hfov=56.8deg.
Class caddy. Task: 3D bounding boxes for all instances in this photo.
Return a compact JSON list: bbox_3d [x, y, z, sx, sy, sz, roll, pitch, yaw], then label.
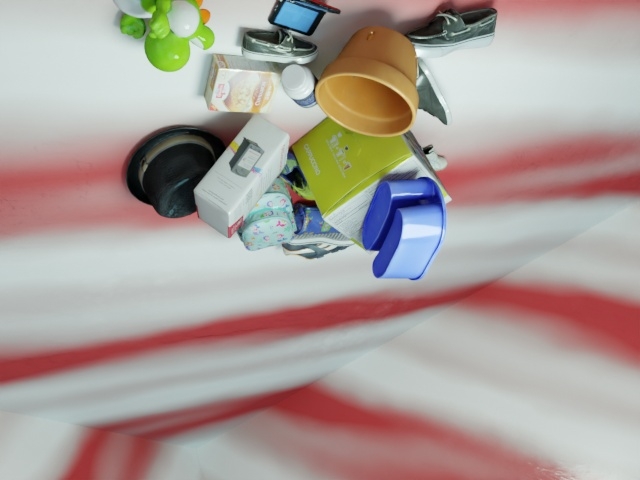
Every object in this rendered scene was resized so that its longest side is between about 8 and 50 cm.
[{"bbox_3d":[0.257,-0.032,1.743,0.179,0.241,0.341,-1,140,-18],"label":"caddy"}]

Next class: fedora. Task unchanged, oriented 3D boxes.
[{"bbox_3d":[-0.422,-0.179,1.802,0.333,0.153,0.334,-17,146,-12],"label":"fedora"}]

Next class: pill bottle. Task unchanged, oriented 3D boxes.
[{"bbox_3d":[-0.054,-0.438,1.672,0.094,0.094,0.169,-32,172,11],"label":"pill bottle"}]

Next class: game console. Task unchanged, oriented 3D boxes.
[{"bbox_3d":[-0.041,-0.585,1.546,0.143,0.124,0.085,3,111,-36],"label":"game console"}]

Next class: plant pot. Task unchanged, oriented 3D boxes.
[{"bbox_3d":[0.152,-0.455,1.666,0.290,0.204,0.291,17,161,6],"label":"plant pot"}]

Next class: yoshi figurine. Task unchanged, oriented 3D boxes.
[{"bbox_3d":[-0.401,-0.508,1.349,0.202,0.204,0.362,-23,153,27],"label":"yoshi figurine"}]

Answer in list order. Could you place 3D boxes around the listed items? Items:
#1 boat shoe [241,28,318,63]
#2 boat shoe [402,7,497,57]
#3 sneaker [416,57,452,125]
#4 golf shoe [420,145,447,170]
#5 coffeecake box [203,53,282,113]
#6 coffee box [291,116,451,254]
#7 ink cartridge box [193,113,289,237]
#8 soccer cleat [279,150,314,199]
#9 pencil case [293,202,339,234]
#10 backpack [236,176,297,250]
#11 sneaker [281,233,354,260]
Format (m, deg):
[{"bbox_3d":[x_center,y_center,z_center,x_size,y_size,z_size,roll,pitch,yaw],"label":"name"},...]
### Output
[{"bbox_3d":[-0.102,-0.526,1.592,0.219,0.078,0.070,-6,144,-22],"label":"boat shoe"},{"bbox_3d":[0.374,-0.625,1.741,0.335,0.121,0.119,-19,136,-23],"label":"boat shoe"},{"bbox_3d":[0.327,-0.454,1.944,0.146,0.105,0.295,-32,140,14],"label":"sneaker"},{"bbox_3d":[0.420,-0.313,2.224,0.176,0.069,0.086,-1,134,-33],"label":"golf shoe"},{"bbox_3d":[-0.218,-0.435,1.654,0.185,0.068,0.142,-4,142,-27],"label":"coffeecake box"},{"bbox_3d":[0.164,-0.223,1.939,0.338,0.338,0.334,-35,144,17],"label":"coffee box"},{"bbox_3d":[-0.231,-0.185,1.752,0.306,0.131,0.226,-57,176,-20],"label":"ink cartridge box"},{"bbox_3d":[-0.070,-0.197,2.023,0.093,0.121,0.289,-31,146,10],"label":"soccer cleat"},{"bbox_3d":[0.037,-0.089,2.241,0.305,0.119,0.133,-4,138,-27],"label":"pencil case"},{"bbox_3d":[-0.199,-0.096,2.035,0.225,0.191,0.254,-14,141,-4],"label":"backpack"},{"bbox_3d":[0.000,0.000,2.341,0.320,0.126,0.128,0,137,-15],"label":"sneaker"}]
